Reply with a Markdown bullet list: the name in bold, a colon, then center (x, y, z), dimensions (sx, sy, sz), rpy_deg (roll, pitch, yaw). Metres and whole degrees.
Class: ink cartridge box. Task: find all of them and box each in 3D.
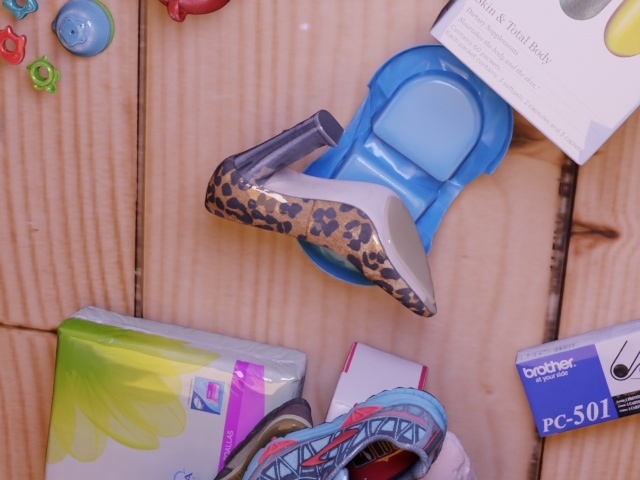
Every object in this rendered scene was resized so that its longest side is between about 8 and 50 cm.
- **ink cartridge box**: center (0.335, 0.150, 1.585), dimensions (0.207, 0.046, 0.097), rpy_deg (-17, 103, 17)
- **ink cartridge box**: center (0.037, 0.265, 1.617), dimensions (0.100, 0.172, 0.237), rpy_deg (19, 111, 3)

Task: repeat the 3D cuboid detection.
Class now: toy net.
- **toy net**: center (-0.346, -0.285, 1.583), dimensions (0.122, 0.045, 0.232), rpy_deg (-39, 95, 22)

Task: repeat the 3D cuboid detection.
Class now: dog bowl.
- **dog bowl**: center (0.092, -0.088, 1.541), dimensions (0.166, 0.074, 0.297), rpy_deg (36, 112, -1)

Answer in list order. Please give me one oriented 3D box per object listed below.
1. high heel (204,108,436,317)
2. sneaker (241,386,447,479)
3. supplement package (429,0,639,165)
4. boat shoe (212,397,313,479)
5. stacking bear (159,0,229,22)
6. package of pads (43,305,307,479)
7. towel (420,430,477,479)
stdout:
- **high heel**: center (0.000, 0.000, 1.515), dimensions (0.186, 0.093, 0.261), rpy_deg (-27, 105, 31)
- **sneaker**: center (0.010, 0.248, 1.452), dimensions (0.262, 0.125, 0.104), rpy_deg (-34, 105, 17)
- **supplement package**: center (0.271, -0.249, 1.373), dimensions (0.199, 0.198, 0.263), rpy_deg (41, 106, -4)
- **boat shoe**: center (-0.070, 0.265, 1.588), dimensions (0.080, 0.073, 0.223), rpy_deg (33, 122, -6)
- **stacking bear**: center (-0.130, -0.377, 1.452), dimensions (0.164, 0.175, 0.289), rpy_deg (5, 117, 8)
- **package of pads**: center (-0.179, 0.222, 1.686), dimensions (0.296, 0.101, 0.229), rpy_deg (12, 109, 6)
- **towel**: center (0.099, 0.425, 1.542), dimensions (0.053, 0.332, 0.317), rpy_deg (12, 142, 40)
